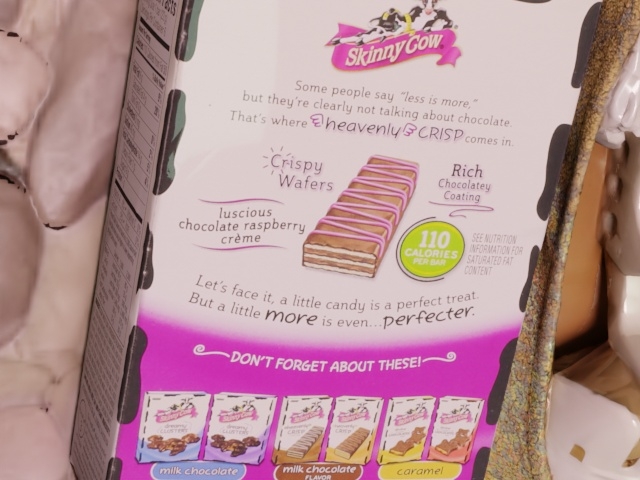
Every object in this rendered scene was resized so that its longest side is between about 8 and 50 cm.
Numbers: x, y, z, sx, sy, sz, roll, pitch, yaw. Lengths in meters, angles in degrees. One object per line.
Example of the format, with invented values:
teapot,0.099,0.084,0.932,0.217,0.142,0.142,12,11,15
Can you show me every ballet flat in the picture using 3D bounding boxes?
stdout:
ballet flat,0.134,0.018,0.627,0.123,0.123,0.348,-2,112,-21

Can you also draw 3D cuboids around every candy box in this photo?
candy box,0.000,0.000,0.591,0.159,0.071,0.233,4,110,-23
